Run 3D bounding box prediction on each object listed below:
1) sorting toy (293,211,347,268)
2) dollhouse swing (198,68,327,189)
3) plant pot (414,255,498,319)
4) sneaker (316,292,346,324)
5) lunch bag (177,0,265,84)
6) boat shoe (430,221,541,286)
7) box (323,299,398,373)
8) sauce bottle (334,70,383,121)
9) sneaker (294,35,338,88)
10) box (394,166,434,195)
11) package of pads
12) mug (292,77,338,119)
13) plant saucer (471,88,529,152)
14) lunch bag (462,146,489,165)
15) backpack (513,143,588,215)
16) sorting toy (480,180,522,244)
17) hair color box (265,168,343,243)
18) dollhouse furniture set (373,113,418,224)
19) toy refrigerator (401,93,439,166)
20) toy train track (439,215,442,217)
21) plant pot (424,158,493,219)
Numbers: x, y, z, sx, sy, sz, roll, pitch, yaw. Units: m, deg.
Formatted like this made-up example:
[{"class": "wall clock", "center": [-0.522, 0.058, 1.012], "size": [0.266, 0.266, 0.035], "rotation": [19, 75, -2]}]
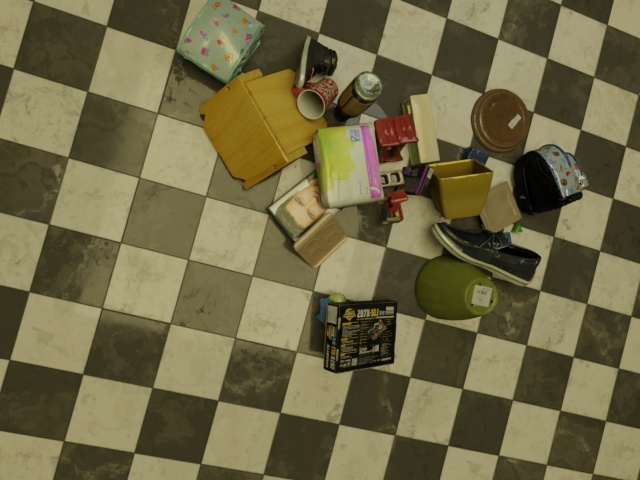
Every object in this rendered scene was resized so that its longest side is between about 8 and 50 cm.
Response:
[{"class": "sorting toy", "center": [0.000, 0.000, 1.841], "size": [0.193, 0.208, 0.038], "rotation": [-44, 57, -3]}, {"class": "dollhouse swing", "center": [-0.205, -0.443, 1.840], "size": [0.315, 0.305, 0.346], "rotation": [-26, 99, 32]}, {"class": "plant pot", "center": [0.559, 0.202, 1.893], "size": [0.275, 0.293, 0.274], "rotation": [0, 91, -11]}, {"class": "sneaker", "center": [0.057, 0.321, 1.910], "size": [0.126, 0.091, 0.240], "rotation": [-7, 105, 18]}, {"class": "lunch bag", "center": [-0.365, -0.725, 1.752], "size": [0.223, 0.160, 0.262], "rotation": [33, 79, -11]}, {"class": "boat shoe", "center": [0.678, 0.025, 1.951], "size": [0.500, 0.186, 0.156], "rotation": [24, 116, -11]}, {"class": "box", "center": [0.162, 0.364, 1.857], "size": [0.322, 0.079, 0.257], "rotation": [2, 89, -39]}, {"class": "sauce bottle", "center": [0.123, -0.516, 1.761], "size": [0.112, 0.344, 0.111], "rotation": [0, 91, -14]}, {"class": "sneaker", "center": [-0.010, -0.655, 1.796], "size": [0.147, 0.104, 0.295], "rotation": [19, 49, -12]}, {"class": "box", "center": [0.372, -0.239, 1.914], "size": [0.029, 0.162, 0.116], "rotation": [24, 86, -32]}, {"class": "package of pads", "center": [0.097, -0.274, 1.770], "size": [0.229, 0.101, 0.296], "rotation": [-10, 93, -13]}, {"class": "mug", "center": [-0.013, -0.561, 1.814], "size": [0.150, 0.113, 0.169], "rotation": [53, 41, -16]}, {"class": "plant saucer", "center": [0.781, -0.518, 2.055], "size": [0.278, 0.041, 0.277], "rotation": [0, 90, -13]}, {"class": "lunch bag", "center": [0.650, -0.354, 2.018], "size": [0.098, 0.065, 0.067], "rotation": [20, 106, -10]}, {"class": "backpack", "center": [0.951, -0.266, 1.993], "size": [0.213, 0.276, 0.263], "rotation": [-27, 90, -15]}, {"class": "sorting toy", "center": [0.752, -0.138, 2.051], "size": [0.196, 0.047, 0.347], "rotation": [-29, 101, -15]}, {"class": "hair color box", "center": [-0.007, -0.168, 1.859], "size": [0.374, 0.113, 0.185], "rotation": [-40, 99, -8]}, {"class": "dollhouse furniture set", "center": [0.293, -0.267, 1.843], "size": [0.152, 0.201, 0.374], "rotation": [-11, 82, -11]}, {"class": "toy refrigerator", "center": [0.402, -0.445, 1.945], "size": [0.094, 0.102, 0.269], "rotation": [-10, 94, -11]}, {"class": "toy train track", "center": [0.541, -0.113, 2.026], "size": [0.083, 0.014, 0.048], "rotation": [-19, 102, -5]}, {"class": "plant pot", "center": [0.550, -0.201, 1.921], "size": [0.212, 0.212, 0.187], "rotation": [-8, 113, -2]}]
